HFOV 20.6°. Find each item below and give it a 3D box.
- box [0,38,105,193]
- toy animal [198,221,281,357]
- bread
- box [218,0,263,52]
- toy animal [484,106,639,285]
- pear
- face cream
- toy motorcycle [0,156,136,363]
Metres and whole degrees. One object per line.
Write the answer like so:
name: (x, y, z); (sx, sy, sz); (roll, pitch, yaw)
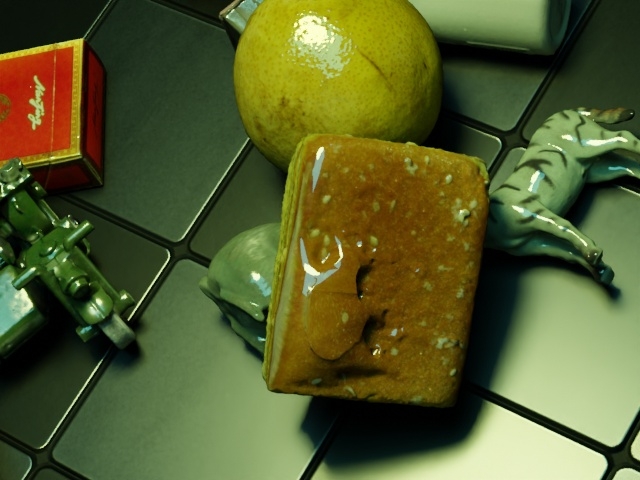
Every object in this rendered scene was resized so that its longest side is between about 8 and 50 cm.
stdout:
box: (-0.352, -0.118, 1.886); (0.239, 0.074, 0.153); (-10, 57, 12)
toy animal: (-0.005, -0.001, 1.696); (0.138, 0.108, 0.236); (33, 75, 29)
bread: (0.049, 0.028, 1.587); (0.184, 0.110, 0.234); (7, 89, -12)
box: (-0.058, -0.216, 1.843); (0.060, 0.085, 0.063); (-39, 65, -7)
toy animal: (0.215, -0.023, 1.658); (0.255, 0.090, 0.170); (-35, 55, -7)
pear: (0.014, -0.165, 1.718); (0.208, 0.209, 0.209); (-7, 61, 13)
face cream: (0.124, -0.252, 1.798); (0.251, 0.101, 0.101); (10, 66, 21)
toy motorcycle: (-0.320, 0.036, 1.758); (0.205, 0.127, 0.275); (-40, 59, -6)
